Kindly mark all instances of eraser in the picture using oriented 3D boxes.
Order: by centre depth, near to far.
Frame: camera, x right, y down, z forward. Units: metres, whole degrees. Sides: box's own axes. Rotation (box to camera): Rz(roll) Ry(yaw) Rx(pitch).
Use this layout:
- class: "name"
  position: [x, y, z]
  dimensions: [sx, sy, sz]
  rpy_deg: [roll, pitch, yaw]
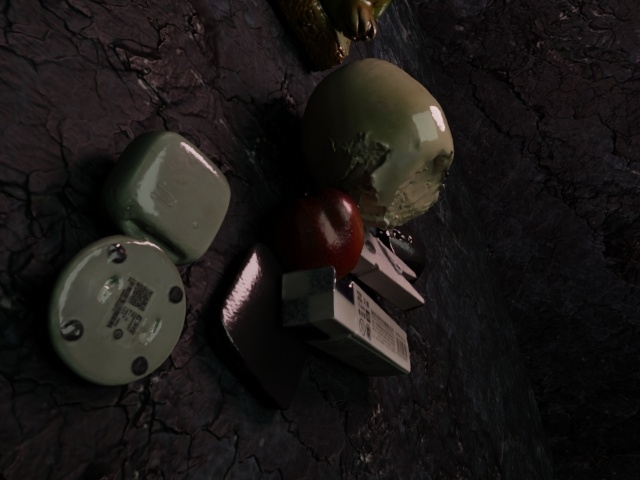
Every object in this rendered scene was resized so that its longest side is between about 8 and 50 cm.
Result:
- class: "eraser"
  position: [0.063, 0.166, 0.896]
  dimensions: [0.404, 0.097, 0.098]
  rpy_deg: [44, 39, -54]

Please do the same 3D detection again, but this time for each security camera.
- class: "security camera"
  position: [-0.205, 0.013, 0.562]
  dimensions: [0.157, 0.080, 0.301]
  rpy_deg: [49, 47, -43]

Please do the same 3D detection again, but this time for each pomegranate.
- class: "pomegranate"
  position: [0.084, -0.571, 1.089]
  dimensions: [0.190, 0.159, 0.240]
  rpy_deg: [52, 37, -32]

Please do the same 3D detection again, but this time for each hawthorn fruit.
- class: "hawthorn fruit"
  position: [0.000, 0.000, 0.854]
  dimensions: [0.169, 0.169, 0.188]
  rpy_deg: [-47, 123, -58]

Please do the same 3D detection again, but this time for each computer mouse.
- class: "computer mouse"
  position: [0.239, 0.023, 1.357]
  dimensions: [0.264, 0.088, 0.146]
  rpy_deg: [30, 48, -49]

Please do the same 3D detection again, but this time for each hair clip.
- class: "hair clip"
  position: [0.130, 0.063, 1.133]
  dimensions: [0.331, 0.085, 0.101]
  rpy_deg: [35, 44, -41]

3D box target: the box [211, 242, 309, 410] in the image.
- class: "box"
  position: [-0.081, 0.131, 0.758]
  dimensions: [0.212, 0.042, 0.201]
  rpy_deg: [58, 32, -30]

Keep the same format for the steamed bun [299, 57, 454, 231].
- class: "steamed bun"
  position: [0.081, -0.178, 0.979]
  dimensions: [0.312, 0.233, 0.333]
  rpy_deg: [49, -22, 32]

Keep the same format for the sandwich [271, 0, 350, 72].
- class: "sandwich"
  position: [-0.023, -0.566, 1.161]
  dimensions: [0.273, 0.095, 0.248]
  rpy_deg: [54, 31, -32]
